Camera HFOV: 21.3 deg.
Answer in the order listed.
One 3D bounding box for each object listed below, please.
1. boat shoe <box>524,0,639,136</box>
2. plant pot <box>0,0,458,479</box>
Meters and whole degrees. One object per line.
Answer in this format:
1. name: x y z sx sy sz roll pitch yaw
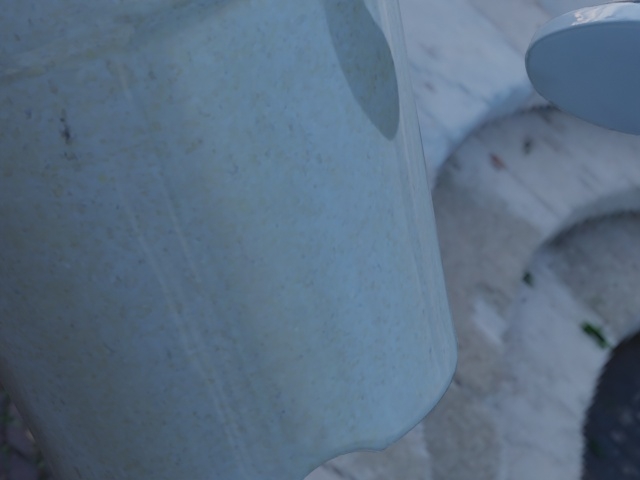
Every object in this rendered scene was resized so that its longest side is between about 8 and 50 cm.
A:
1. boat shoe: 0.214 -0.101 0.854 0.078 0.219 0.070 72 26 -43
2. plant pot: -0.078 -0.042 0.849 0.334 0.333 0.306 -59 134 -64
